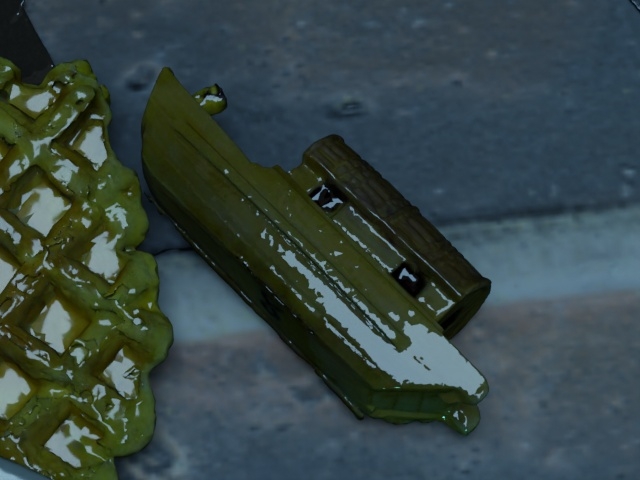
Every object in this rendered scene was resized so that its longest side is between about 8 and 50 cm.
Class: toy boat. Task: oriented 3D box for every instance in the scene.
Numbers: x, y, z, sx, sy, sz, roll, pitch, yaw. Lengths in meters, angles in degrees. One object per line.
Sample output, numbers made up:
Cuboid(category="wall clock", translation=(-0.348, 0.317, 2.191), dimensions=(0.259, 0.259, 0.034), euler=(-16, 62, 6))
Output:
Cuboid(category="toy boat", translation=(0.000, 0.000, 0.851), dimensions=(0.088, 0.068, 0.226), euler=(-40, 74, -16))

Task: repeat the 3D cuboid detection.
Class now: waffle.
Cuboid(category="waffle", translation=(-0.204, 0.032, 0.845), dimensions=(0.291, 0.051, 0.291), euler=(0, 78, 1))

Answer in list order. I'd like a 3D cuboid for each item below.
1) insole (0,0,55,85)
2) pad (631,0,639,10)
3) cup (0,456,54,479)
Cuboid(category="insole", translation=(-0.209, -0.141, 0.924), dimensions=(0.111, 0.007, 0.328), euler=(-27, 74, -6))
Cuboid(category="pad", translation=(0.232, -0.154, 0.925), dimensions=(0.157, 0.003, 0.112), euler=(-34, 76, -9))
Cuboid(category="cup", translation=(-0.161, 0.231, 0.723), dimensions=(0.301, 0.227, 0.257), euler=(15, 103, -30))
